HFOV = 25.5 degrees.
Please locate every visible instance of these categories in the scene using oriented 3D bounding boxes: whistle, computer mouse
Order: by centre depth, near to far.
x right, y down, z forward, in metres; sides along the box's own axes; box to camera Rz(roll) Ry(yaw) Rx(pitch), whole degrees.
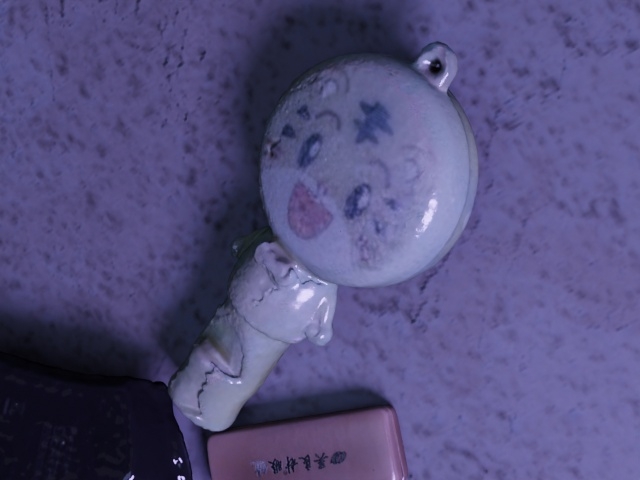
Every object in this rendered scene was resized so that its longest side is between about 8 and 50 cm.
[{"bbox_3d":[0.000,0.000,0.774,0.126,0.067,0.258,46,113,27],"label":"whistle"},{"bbox_3d":[-0.188,0.139,0.844,0.264,0.088,0.147,10,81,21],"label":"computer mouse"}]

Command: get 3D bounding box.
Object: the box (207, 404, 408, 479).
[{"bbox_3d":[-0.009,0.124,0.805,0.115,0.025,0.048,-11,91,21],"label":"box"}]
